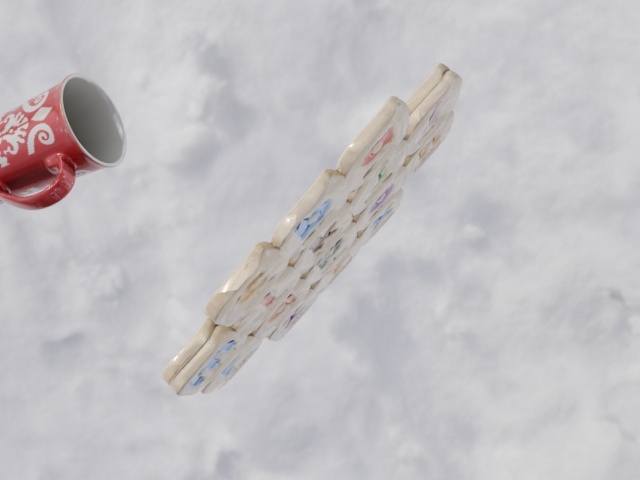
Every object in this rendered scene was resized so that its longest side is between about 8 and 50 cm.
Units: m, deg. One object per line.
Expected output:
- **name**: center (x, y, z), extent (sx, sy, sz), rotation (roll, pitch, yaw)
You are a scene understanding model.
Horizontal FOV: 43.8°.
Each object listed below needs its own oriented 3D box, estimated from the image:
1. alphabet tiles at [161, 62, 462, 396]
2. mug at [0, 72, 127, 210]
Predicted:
- **alphabet tiles**: center (0.000, 0.000, 0.581), extent (0.021, 0.278, 0.284), rotation (42, 87, 10)
- **mug**: center (-0.332, -0.104, 0.912), extent (0.169, 0.150, 0.113), rotation (-18, 112, 20)
